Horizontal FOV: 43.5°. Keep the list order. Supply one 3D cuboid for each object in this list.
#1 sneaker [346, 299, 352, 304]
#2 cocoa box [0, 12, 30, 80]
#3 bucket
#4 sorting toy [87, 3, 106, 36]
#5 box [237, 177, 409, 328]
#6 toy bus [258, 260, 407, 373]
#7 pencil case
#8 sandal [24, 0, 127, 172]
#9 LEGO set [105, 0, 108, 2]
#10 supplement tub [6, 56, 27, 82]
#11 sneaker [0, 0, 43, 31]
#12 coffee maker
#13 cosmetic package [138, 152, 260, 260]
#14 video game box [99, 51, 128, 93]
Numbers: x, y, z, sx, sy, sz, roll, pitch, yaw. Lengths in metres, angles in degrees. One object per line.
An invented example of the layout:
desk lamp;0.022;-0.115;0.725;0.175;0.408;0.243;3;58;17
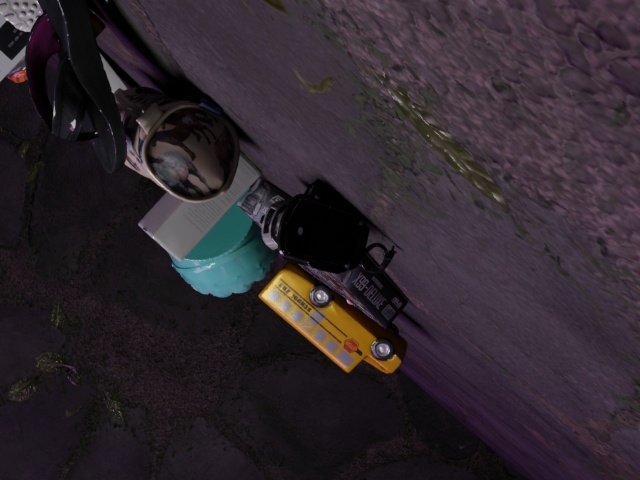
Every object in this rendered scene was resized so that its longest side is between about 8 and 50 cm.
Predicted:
sneaker;0.099;0.120;1.703;0.134;0.070;0.051;32;168;48
cocoa box;-0.826;-0.474;1.803;0.228;0.347;0.231;36;172;40
bucket;-0.243;-0.021;1.901;0.281;0.281;0.183;38;168;26
sorting toy;-0.437;-0.409;1.319;0.274;0.046;0.132;38;173;12
box;0.002;0.023;1.574;0.307;0.076;0.242;34;171;44
toy bus;0.033;0.176;1.783;0.333;0.130;0.108;41;-160;-2
pencil case;-0.282;-0.188;1.431;0.183;0.160;0.410;58;166;-25
sandal;-0.398;-0.261;1.225;0.167;0.107;0.445;50;158;28
LEGO set;-0.301;-0.350;1.075;0.083;0.023;0.054;53;-179;42
supplement tub;-0.849;-0.561;2.042;0.193;0.193;0.316;34;170;46
sneaker;-0.478;-0.428;1.204;0.235;0.090;0.095;67;174;-34
coffee maker;0.000;0.000;1.233;0.171;0.120;0.178;41;174;-10
cosmetic package;-0.234;-0.080;1.546;0.085;0.231;0.117;44;174;-29
video game box;-0.483;-0.356;1.828;0.205;0.048;0.187;54;172;-20
